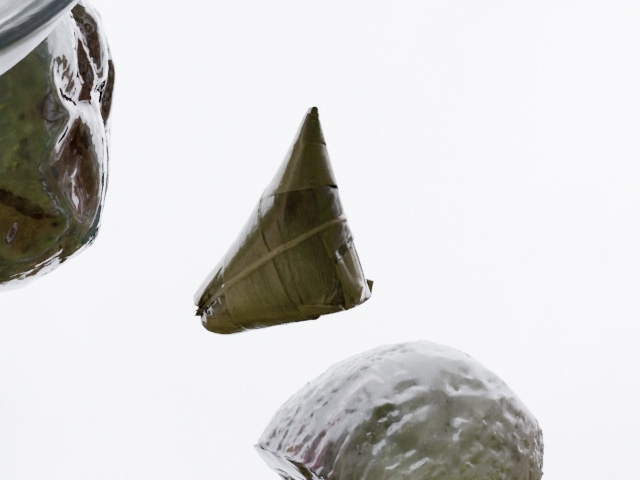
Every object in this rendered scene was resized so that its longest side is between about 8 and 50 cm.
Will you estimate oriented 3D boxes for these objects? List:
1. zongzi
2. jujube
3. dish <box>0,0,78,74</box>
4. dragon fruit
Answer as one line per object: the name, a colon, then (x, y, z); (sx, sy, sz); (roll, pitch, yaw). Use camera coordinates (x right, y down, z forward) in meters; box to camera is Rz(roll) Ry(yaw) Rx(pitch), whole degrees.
zongzi: (-0.051, -0.010, 1.224); (0.160, 0.078, 0.176); (-15, -82, 19)
jujube: (-0.261, -0.083, 0.862); (0.308, 0.215, 0.246); (7, -55, 40)
dish: (-0.203, -0.124, 0.435); (0.273, 0.273, 0.134); (33, -41, -10)
dragon fruit: (0.085, 0.200, 1.483); (0.221, 0.283, 0.204); (-49, -58, -17)
